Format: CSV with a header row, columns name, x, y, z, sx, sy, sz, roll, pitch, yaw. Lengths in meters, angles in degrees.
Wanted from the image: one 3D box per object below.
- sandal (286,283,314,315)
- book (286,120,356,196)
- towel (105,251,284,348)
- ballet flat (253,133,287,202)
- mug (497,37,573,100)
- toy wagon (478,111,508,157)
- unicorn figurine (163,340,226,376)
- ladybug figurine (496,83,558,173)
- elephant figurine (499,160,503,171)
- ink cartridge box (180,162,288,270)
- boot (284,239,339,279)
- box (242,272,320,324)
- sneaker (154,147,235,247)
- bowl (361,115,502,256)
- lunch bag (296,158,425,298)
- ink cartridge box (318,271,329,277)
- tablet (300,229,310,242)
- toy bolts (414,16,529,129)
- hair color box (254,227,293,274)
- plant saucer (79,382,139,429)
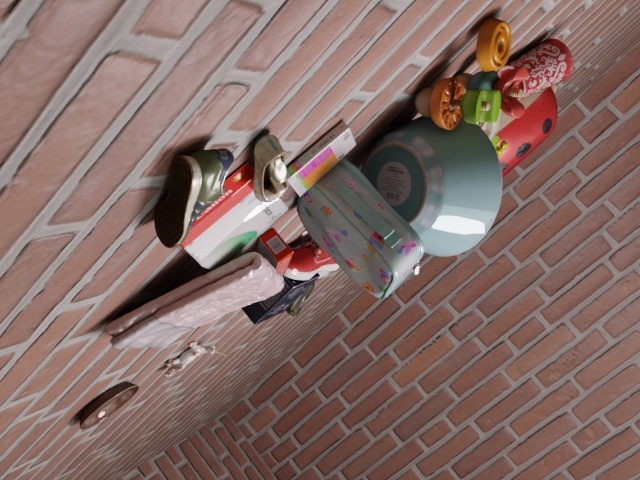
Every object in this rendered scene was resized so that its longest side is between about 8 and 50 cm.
name,x,y,z,sx,sy,sz,roll,pitch,yaw
sandal,-0.077,0.146,2.169,0.120,0.086,0.303,-62,-179,-9
book,-0.001,-0.148,1.373,0.144,0.035,0.096,-40,166,0
towel,-0.229,0.128,1.494,0.317,0.053,0.332,-27,171,-1
ballet flat,-0.076,-0.097,1.182,0.057,0.052,0.168,-34,155,-16
mug,0.517,-0.405,1.874,0.169,0.113,0.150,-30,164,-28
toy wagon,0.354,-0.240,1.868,0.344,0.068,0.267,-2,131,-54
unicorn figurine,-0.347,0.312,2.043,0.162,0.060,0.111,-23,169,-3
ladybug figurine,0.532,-0.291,2.240,0.449,0.162,0.305,-45,168,24
elephant figurine,0.409,-0.179,2.068,0.169,0.239,0.186,-42,169,13
ink cartridge box,-0.152,-0.034,1.279,0.181,0.056,0.224,-40,171,0
boot,0.000,0.000,1.854,0.244,0.088,0.176,-14,139,-53
box,-0.109,0.120,1.936,0.158,0.093,0.156,-45,168,23
sneaker,-0.171,-0.061,1.060,0.086,0.064,0.192,-26,160,-35
bowl,0.202,-0.114,1.574,0.163,0.311,0.311,-7,149,-44
lunch bag,0.080,-0.023,1.493,0.108,0.279,0.224,-40,168,-21
ink cartridge box,0.017,0.003,2.061,0.232,0.066,0.189,-65,162,15
tablet,-0.025,-0.021,1.880,0.054,0.006,0.083,-37,170,-14
toy bolts,0.302,-0.330,1.521,0.228,0.158,0.218,-9,109,-51
hair color box,-0.105,0.034,1.659,0.043,0.072,0.141,-36,170,-22
plant saucer,-0.522,0.400,1.859,0.168,0.029,0.168,-37,170,-8
